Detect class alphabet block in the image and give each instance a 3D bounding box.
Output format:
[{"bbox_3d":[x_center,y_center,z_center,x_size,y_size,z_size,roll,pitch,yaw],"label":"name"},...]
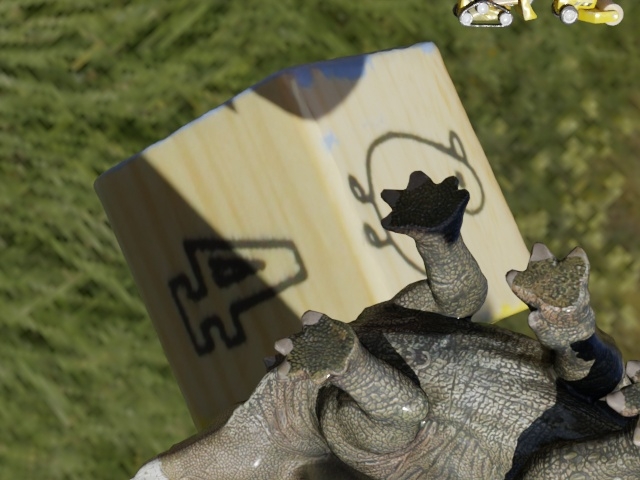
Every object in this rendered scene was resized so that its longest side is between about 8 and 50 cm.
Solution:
[{"bbox_3d":[0.000,0.000,1.308,0.193,0.197,0.192,-27,175,37],"label":"alphabet block"}]

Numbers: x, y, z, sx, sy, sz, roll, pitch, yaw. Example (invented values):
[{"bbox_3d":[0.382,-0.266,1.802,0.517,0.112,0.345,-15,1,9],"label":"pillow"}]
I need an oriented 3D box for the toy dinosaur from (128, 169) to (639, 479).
[{"bbox_3d":[0.077,0.074,0.742,0.160,0.313,0.121,71,35,-53],"label":"toy dinosaur"}]

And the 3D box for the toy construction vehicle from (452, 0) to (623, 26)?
[{"bbox_3d":[0.125,-0.150,1.143,0.098,0.086,0.035,1,109,-4],"label":"toy construction vehicle"}]
